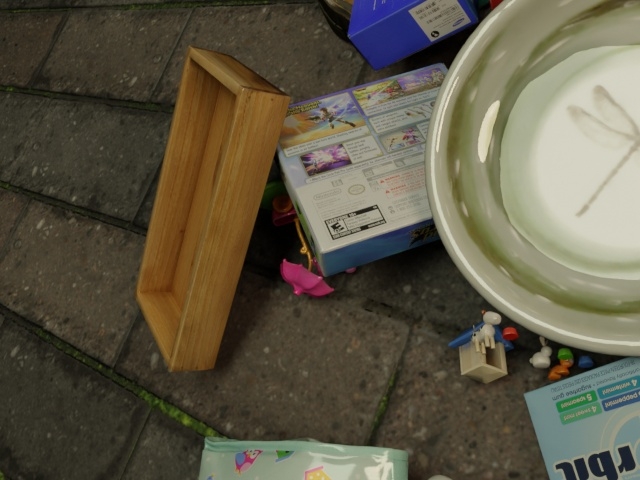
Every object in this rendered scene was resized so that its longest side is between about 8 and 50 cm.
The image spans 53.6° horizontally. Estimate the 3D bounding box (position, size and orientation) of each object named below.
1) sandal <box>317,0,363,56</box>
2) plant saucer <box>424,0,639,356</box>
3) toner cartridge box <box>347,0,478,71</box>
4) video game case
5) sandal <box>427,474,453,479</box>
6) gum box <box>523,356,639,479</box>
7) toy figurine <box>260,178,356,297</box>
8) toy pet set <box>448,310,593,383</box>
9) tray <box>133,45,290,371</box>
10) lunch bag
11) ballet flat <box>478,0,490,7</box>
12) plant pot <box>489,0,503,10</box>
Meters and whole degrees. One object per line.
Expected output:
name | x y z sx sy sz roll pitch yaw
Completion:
sandal | 0.049 -0.373 1.030 0.060 0.090 0.219 -34 51 -4
plant saucer | 0.306 -0.088 0.631 0.401 0.101 0.400 -4 82 32
toner cartridge box | 0.144 -0.418 0.936 0.165 0.075 0.347 -16 48 33
video game case | 0.087 -0.102 0.818 0.270 0.061 0.244 -18 56 -9
sandal | 0.246 0.364 0.534 0.102 0.169 0.416 -22 47 -29
gum box | 0.293 0.212 0.596 0.157 0.041 0.184 -34 53 37
toy figurine | 0.000 0.000 0.893 0.173 0.130 0.159 -11 75 3
toy pet set | 0.209 0.109 0.695 0.114 0.122 0.065 -41 34 45
tray | -0.167 -0.042 0.899 0.203 0.076 0.410 45 123 48
lunch bag | -0.015 0.335 0.698 0.262 0.160 0.223 -11 62 36
ballet flat | 0.190 -0.357 0.948 0.168 0.057 0.052 -25 29 20
plant pot | 0.311 -0.364 0.786 0.174 0.191 0.191 8 73 29
